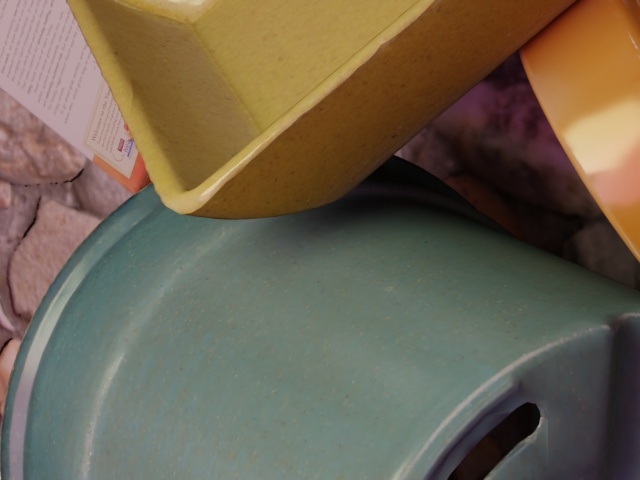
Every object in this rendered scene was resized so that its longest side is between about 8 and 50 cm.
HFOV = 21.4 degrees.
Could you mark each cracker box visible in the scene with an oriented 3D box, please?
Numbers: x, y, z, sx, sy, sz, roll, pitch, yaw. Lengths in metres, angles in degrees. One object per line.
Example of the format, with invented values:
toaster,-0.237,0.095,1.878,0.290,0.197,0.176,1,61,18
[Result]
cracker box,-0.158,-0.159,1.178,0.232,0.067,0.155,38,118,25

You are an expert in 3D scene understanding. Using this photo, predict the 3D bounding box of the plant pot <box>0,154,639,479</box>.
plant pot,0.054,0.132,0.820,0.334,0.341,0.341,-163,70,-64

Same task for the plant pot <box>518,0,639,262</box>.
plant pot,0.230,-0.079,0.829,0.188,0.205,0.205,-35,76,20

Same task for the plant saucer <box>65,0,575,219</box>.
plant saucer,0.037,-0.163,0.881,0.333,0.081,0.333,-39,31,4
